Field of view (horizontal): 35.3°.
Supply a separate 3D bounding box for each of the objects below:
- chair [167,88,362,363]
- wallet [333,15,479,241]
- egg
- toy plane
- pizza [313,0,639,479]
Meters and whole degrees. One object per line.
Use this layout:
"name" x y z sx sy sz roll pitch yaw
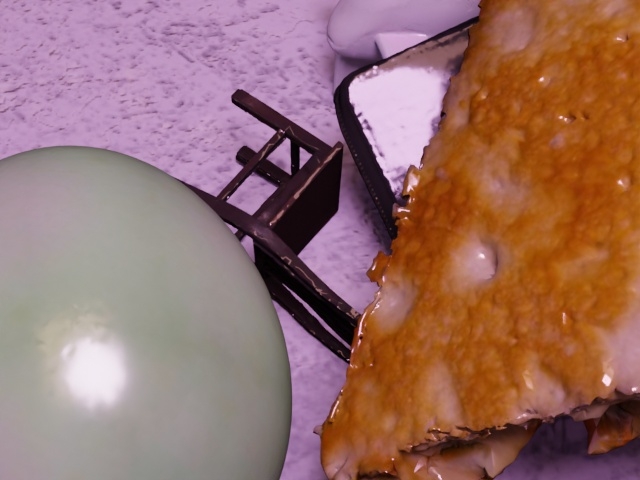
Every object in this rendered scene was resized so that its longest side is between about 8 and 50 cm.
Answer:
"chair" 0.000 0.000 0.689 0.213 0.084 0.101 32 65 16
"wallet" 0.117 -0.024 0.679 0.149 0.044 0.250 -23 86 -6
"egg" -0.130 0.071 0.552 0.221 0.220 0.269 -18 59 -14
"toy plane" 0.130 -0.189 0.790 0.267 0.122 0.266 1 54 -1
"pizza" 0.150 -0.004 0.551 0.406 0.130 0.440 -46 42 15
